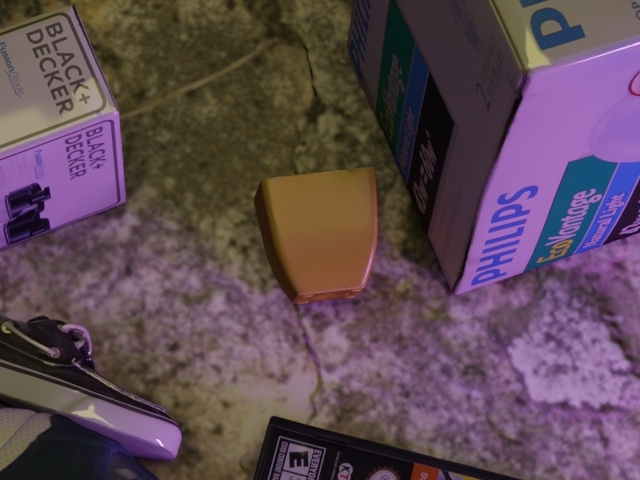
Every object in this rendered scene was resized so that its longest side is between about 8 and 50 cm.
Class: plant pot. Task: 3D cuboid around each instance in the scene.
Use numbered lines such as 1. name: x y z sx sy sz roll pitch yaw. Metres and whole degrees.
1. plant pot: 0.000 0.000 1.322 0.081 0.081 0.083 -6 82 -7

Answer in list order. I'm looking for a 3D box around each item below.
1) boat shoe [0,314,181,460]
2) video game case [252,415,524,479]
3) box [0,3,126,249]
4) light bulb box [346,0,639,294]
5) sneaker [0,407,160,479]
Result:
1. boat shoe: -0.190 0.084 1.273 0.219 0.078 0.070 21 70 6
2. video game case: 0.053 0.272 1.229 0.248 0.035 0.275 14 62 2
3. box: -0.280 -0.041 1.265 0.290 0.169 0.087 -21 72 -13
4. light bulb box: 0.229 -0.172 1.253 0.361 0.358 0.225 -18 70 -10
5. sneaker: -0.215 0.266 1.197 0.236 0.130 0.323 25 88 30
